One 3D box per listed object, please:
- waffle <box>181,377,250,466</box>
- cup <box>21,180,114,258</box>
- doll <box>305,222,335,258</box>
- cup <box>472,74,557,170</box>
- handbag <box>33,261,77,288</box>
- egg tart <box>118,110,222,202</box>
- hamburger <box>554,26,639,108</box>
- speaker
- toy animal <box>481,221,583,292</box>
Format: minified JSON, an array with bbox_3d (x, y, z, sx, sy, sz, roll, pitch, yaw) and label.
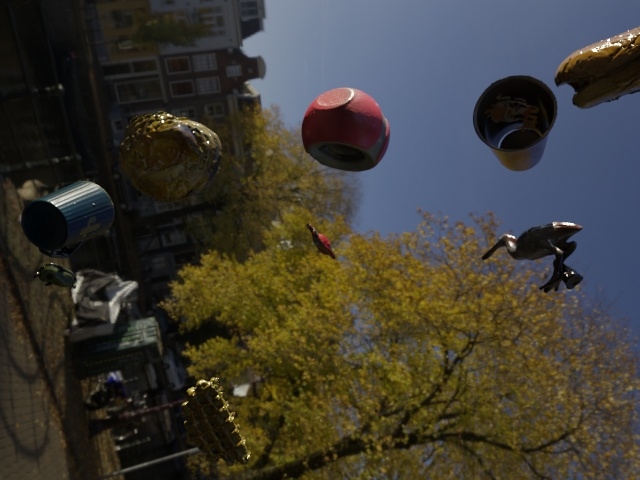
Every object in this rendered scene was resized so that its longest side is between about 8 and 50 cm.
[{"bbox_3d":[-0.223,0.392,1.112,0.046,0.160,0.192,-43,142,-77],"label":"waffle"},{"bbox_3d":[-0.558,-0.034,1.124,0.155,0.131,0.177,-59,174,-72],"label":"cup"},{"bbox_3d":[0.000,0.000,2.117,0.169,0.057,0.109,58,-5,-19],"label":"doll"},{"bbox_3d":[0.532,-0.289,1.386,0.288,0.202,0.203,20,51,-65],"label":"cup"},{"bbox_3d":[-0.728,0.098,1.426,0.072,0.111,0.047,-53,-146,6],"label":"handbag"},{"bbox_3d":[-0.430,-0.253,1.465,0.132,0.296,0.298,121,-45,-74],"label":"egg tart"},{"bbox_3d":[0.579,-0.341,0.986,0.261,0.130,0.124,-16,-90,44],"label":"hamburger"},{"bbox_3d":[0.086,-0.350,1.695,0.294,0.293,0.295,168,-90,-75],"label":"speaker"},{"bbox_3d":[0.589,0.016,1.423,0.195,0.090,0.324,-59,-152,5],"label":"toy animal"}]
